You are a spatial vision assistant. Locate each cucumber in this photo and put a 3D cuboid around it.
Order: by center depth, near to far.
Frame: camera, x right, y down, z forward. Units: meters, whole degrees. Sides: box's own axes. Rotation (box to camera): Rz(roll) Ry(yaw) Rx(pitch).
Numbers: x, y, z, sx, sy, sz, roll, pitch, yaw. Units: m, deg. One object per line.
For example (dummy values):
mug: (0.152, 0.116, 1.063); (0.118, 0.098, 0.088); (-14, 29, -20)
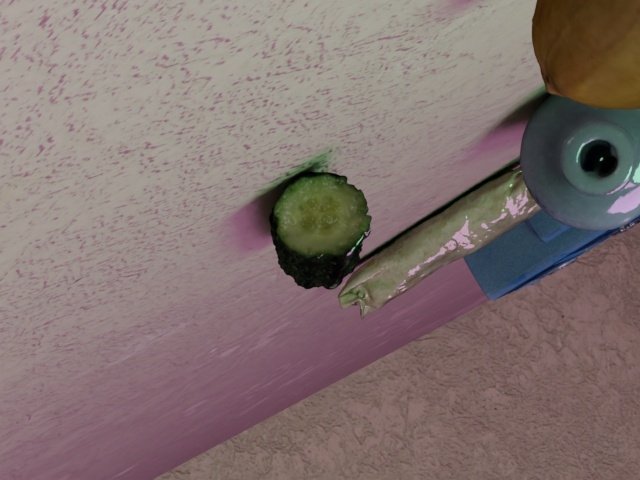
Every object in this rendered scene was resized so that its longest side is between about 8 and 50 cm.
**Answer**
cucumber: (-0.001, 0.001, 1.500); (0.077, 0.077, 0.265); (-31, 172, -5)

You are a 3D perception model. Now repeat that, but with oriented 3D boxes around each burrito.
burrito: (0.138, -0.005, 2.102); (0.275, 0.059, 0.082); (-33, 166, 11)

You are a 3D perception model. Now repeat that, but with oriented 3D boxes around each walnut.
walnut: (0.215, -0.160, 1.109); (0.245, 0.137, 0.137); (-37, 171, 35)

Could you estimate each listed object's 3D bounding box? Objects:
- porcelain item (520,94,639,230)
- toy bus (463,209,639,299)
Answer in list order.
porcelain item: (0.254, -0.083, 1.795); (0.141, 0.141, 0.259); (-32, -178, 9)
toy bus: (0.274, -0.032, 2.242); (0.133, 0.116, 0.234); (-19, 168, -47)
